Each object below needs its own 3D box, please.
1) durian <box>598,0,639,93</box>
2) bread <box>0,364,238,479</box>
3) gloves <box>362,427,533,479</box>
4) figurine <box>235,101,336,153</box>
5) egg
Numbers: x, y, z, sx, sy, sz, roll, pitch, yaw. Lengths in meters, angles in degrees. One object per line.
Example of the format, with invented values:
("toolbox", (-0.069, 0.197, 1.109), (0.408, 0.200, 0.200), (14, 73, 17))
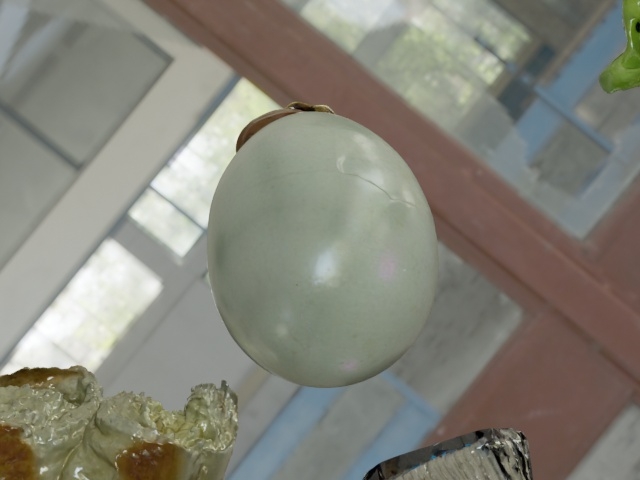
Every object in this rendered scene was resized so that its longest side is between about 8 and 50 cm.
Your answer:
("durian", (0.290, -0.193, 0.997), (0.250, 0.101, 0.139), (-56, 17, -23))
("bread", (-0.237, 0.243, 1.588), (0.171, 0.314, 0.192), (-75, -17, -72))
("gloves", (0.135, 0.313, 1.206), (0.210, 0.312, 0.135), (-27, -1, 15))
("figurine", (-0.019, -0.081, 1.809), (0.189, 0.142, 0.263), (-14, 26, -7))
("egg", (0.000, 0.000, 0.968), (0.151, 0.151, 0.209), (-51, 32, 38))
